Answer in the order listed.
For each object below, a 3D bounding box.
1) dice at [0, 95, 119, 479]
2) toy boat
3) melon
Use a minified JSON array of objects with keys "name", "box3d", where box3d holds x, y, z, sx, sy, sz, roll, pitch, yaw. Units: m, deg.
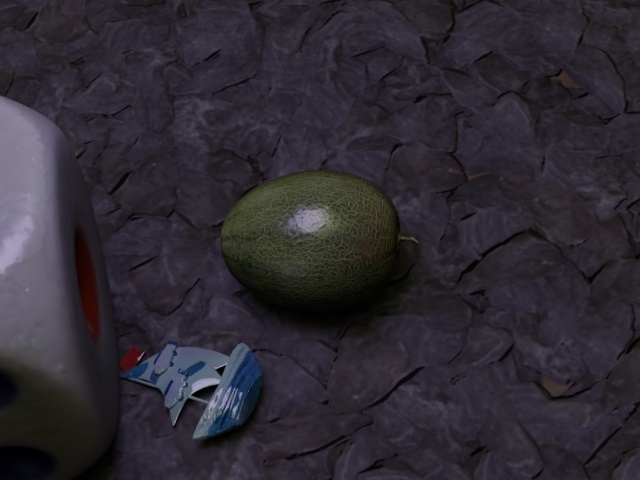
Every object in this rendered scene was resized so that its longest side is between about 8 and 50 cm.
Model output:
[{"name":"dice","box3d":[-0.352,0.061,1.192,0.304,0.304,0.277,-9,56,-1]},{"name":"toy boat","box3d":[-0.117,0.131,1.300,0.105,0.034,0.149,-42,50,-18]},{"name":"melon","box3d":[0.000,0.000,1.307,0.192,0.139,0.139,-2,56,8]}]
